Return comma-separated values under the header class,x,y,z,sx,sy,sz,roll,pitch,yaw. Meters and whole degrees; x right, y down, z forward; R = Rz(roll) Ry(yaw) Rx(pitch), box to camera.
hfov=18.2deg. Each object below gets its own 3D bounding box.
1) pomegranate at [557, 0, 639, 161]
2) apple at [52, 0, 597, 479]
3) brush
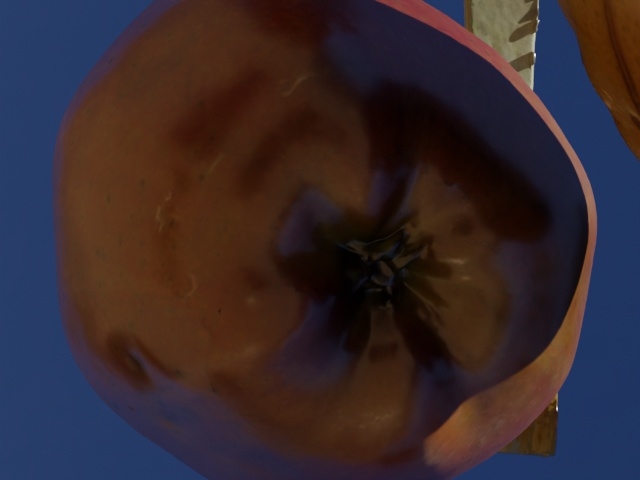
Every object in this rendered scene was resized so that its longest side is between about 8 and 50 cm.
class,x,y,z,sx,sy,sz,roll,pitch,yaw
pomegranate,0.230,-0.122,0.627,0.319,0.319,0.319,-3,-94,46
apple,0.002,0.001,0.788,0.234,0.234,0.234,-3,-94,46
brush,0.100,-0.048,1.118,0.020,0.085,0.337,167,-74,-77
